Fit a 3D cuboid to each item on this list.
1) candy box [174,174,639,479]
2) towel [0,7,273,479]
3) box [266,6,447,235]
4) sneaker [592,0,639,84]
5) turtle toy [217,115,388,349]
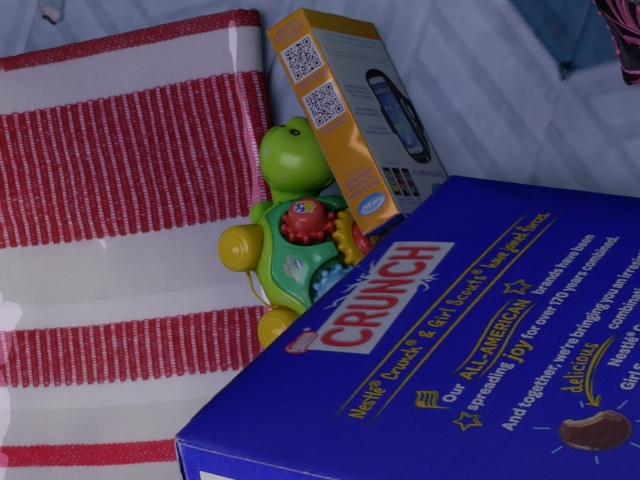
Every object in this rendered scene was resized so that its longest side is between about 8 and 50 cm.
[{"bbox_3d":[0.144,0.089,0.810,0.317,0.268,0.122,10,121,28],"label":"candy box"},{"bbox_3d":[-0.122,0.047,1.099,0.237,0.037,0.329,-7,86,28],"label":"towel"},{"bbox_3d":[0.027,-0.053,0.990,0.028,0.081,0.136,-29,76,25],"label":"box"},{"bbox_3d":[0.157,-0.106,0.944,0.119,0.047,0.057,44,121,23],"label":"sneaker"},{"bbox_3d":[0.000,0.000,0.994,0.066,0.095,0.130,-35,73,33],"label":"turtle toy"}]
